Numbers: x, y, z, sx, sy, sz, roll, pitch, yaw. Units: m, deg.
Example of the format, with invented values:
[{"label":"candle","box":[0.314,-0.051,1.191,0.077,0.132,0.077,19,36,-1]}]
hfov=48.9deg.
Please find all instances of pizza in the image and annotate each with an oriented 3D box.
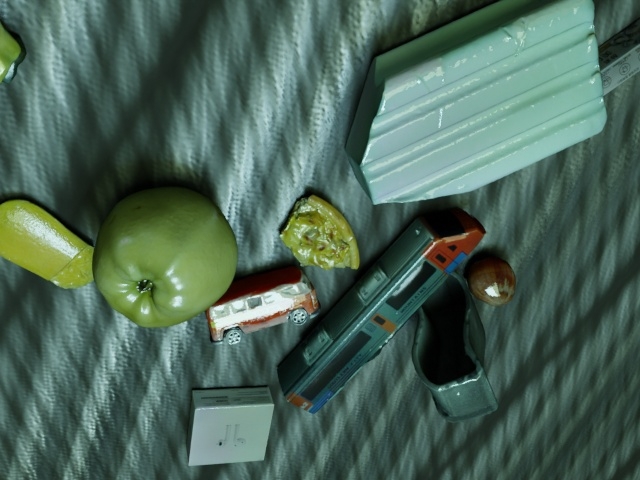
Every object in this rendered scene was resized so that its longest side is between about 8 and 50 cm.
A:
[{"label":"pizza","box":[0.000,0.000,1.053,0.099,0.036,0.160,-31,124,3]}]

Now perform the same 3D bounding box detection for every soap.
[{"label":"soap","box":[0.199,-0.182,0.953,0.347,0.115,0.208,-25,123,-1]},{"label":"soap","box":[-0.367,0.009,0.949,0.089,0.033,0.168,-44,123,15]}]

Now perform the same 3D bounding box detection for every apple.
[{"label":"apple","box":[-0.204,0.021,0.921,0.200,0.200,0.200,-8,122,-12]}]

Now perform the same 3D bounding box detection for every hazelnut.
[{"label":"hazelnut","box":[0.282,0.067,1.152,0.086,0.086,0.086,-8,122,-12]}]

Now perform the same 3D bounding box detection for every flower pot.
[{"label":"flower pot","box":[0.204,0.161,1.103,0.103,0.229,0.108,-16,131,17]}]

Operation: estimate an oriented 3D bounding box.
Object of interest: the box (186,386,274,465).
[{"label":"box","box":[-0.154,0.312,1.187,0.130,0.051,0.129,2,120,-17]}]

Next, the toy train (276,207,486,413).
[{"label":"toy train","box":[0.086,0.102,1.111,0.089,0.086,0.409,33,107,-28]}]

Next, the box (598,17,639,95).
[{"label":"box","box":[0.468,-0.289,1.007,0.218,0.055,0.039,-35,126,7]}]

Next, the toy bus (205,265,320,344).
[{"label":"toy bus","box":[-0.090,0.094,1.061,0.174,0.079,0.077,-16,114,-7]}]

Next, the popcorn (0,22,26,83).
[{"label":"popcorn","box":[-0.457,-0.225,0.658,0.293,0.237,0.293,-7,118,-14]}]
